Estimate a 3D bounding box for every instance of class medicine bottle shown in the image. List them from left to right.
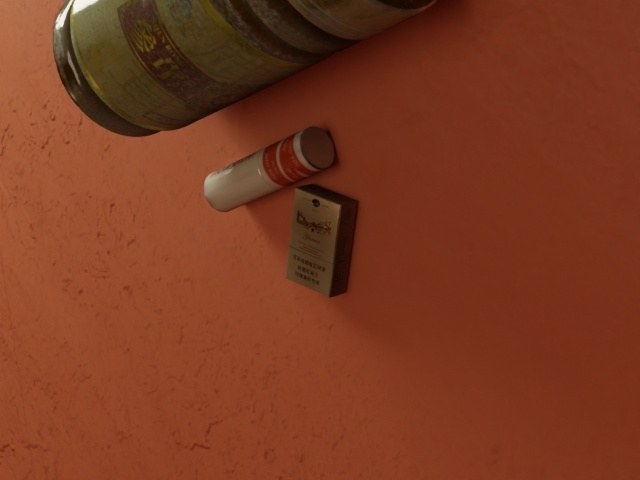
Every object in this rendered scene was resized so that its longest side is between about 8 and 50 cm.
[{"bbox_3d":[-0.066,-0.191,1.013,0.322,0.151,0.151,-19,86,44],"label":"medicine bottle"}]

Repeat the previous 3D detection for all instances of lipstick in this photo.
[{"bbox_3d":[-0.045,-0.059,1.100,0.131,0.038,0.038,-21,85,44],"label":"lipstick"}]

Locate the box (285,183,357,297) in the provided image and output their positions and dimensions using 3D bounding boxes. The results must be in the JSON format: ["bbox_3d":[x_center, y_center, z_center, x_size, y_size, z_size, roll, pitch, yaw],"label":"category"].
[{"bbox_3d":[0.000,0.000,1.081,0.053,0.024,0.083,24,113,37],"label":"box"}]
